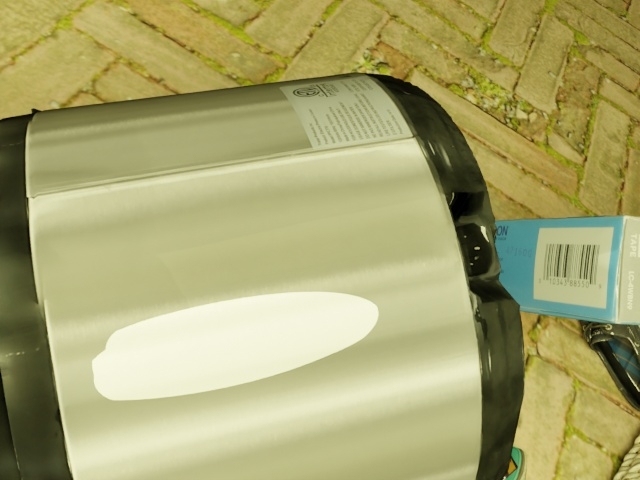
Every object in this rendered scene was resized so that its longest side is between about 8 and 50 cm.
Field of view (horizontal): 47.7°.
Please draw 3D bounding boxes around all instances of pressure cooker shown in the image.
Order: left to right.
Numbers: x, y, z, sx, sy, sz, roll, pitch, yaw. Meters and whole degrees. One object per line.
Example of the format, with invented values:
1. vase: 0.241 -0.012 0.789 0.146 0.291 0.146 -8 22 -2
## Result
1. pressure cooker: -0.111 0.068 0.556 0.420 0.370 0.376 -10 90 -14

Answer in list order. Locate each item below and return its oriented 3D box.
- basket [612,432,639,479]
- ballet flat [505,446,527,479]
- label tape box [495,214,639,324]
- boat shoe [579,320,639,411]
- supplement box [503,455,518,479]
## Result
1. basket: 0.525 0.330 0.775 0.331 0.328 0.266 47 46 4
2. ballet flat: 0.189 0.304 0.797 0.168 0.057 0.052 -48 116 -37
3. label tape box: 0.395 0.041 0.846 0.347 0.249 0.115 3 88 -20
4. boat shoe: 0.405 0.134 1.009 0.076 0.080 0.229 -19 77 -38
5. supplement box: 0.127 0.183 0.787 0.188 0.080 0.104 63 14 19
